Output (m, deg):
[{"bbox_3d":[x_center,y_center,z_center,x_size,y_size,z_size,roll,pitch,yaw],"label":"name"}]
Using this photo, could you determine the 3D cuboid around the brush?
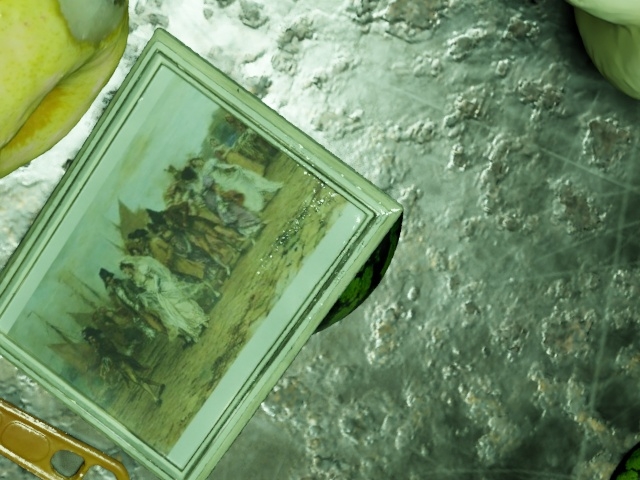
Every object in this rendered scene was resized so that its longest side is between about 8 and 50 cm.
[{"bbox_3d":[-0.274,0.114,0.797,0.314,0.017,0.090,34,93,-15],"label":"brush"}]

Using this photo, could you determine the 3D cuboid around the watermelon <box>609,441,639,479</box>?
[{"bbox_3d":[0.283,0.215,0.922,0.069,0.087,0.163,32,88,22],"label":"watermelon"}]

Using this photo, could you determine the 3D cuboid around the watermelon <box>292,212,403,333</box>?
[{"bbox_3d":[0.000,0.000,0.807,0.125,0.135,0.094,-47,65,1],"label":"watermelon"}]

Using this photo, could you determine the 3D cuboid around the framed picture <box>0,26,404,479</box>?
[{"bbox_3d":[-0.104,0.022,0.754,0.217,0.017,0.274,35,104,5],"label":"framed picture"}]

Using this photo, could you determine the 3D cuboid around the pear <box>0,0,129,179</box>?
[{"bbox_3d":[-0.251,-0.152,0.642,0.271,0.271,0.271,-2,99,-12],"label":"pear"}]

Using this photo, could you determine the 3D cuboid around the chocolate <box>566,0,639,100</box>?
[{"bbox_3d":[0.299,-0.235,0.743,0.297,0.326,0.314,3,101,4],"label":"chocolate"}]
